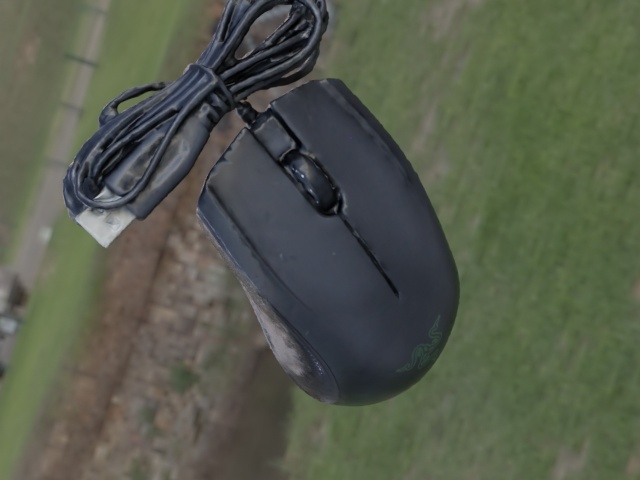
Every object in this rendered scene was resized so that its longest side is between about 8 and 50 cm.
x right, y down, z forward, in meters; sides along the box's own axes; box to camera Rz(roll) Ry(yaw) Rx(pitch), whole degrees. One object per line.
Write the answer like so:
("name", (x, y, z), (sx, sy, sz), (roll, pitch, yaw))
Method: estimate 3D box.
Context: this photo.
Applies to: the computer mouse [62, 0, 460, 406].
("computer mouse", (0.000, 0.000, 0.925), (0.188, 0.272, 0.072), (-48, 37, -16))
